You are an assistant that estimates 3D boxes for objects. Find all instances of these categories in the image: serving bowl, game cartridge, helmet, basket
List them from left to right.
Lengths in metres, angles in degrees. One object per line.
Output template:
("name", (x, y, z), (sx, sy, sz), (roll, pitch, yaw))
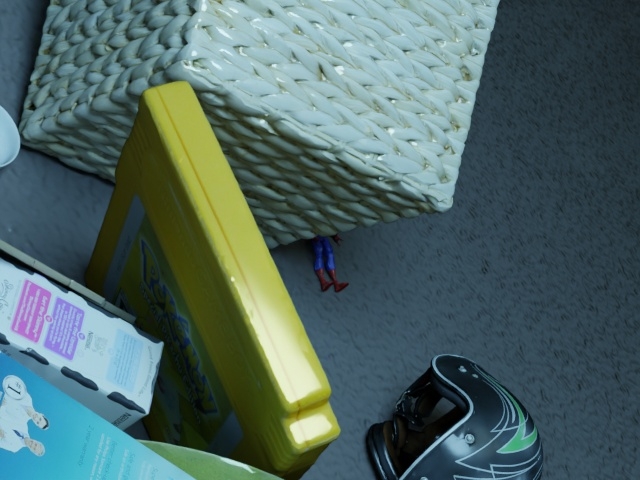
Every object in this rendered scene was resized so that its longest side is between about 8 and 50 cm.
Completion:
("serving bowl", (-0.313, -0.094, 1.187), (0.083, 0.027, 0.083), (28, 43, -30))
("game cartridge", (-0.100, 0.075, 1.039), (0.053, 0.323, 0.285), (-18, 71, -23))
("basket", (-0.060, -0.181, 1.234), (0.331, 0.328, 0.266), (26, 67, -34))
("helmet", (0.138, 0.212, 1.302), (0.169, 0.169, 0.161), (20, 30, -35))

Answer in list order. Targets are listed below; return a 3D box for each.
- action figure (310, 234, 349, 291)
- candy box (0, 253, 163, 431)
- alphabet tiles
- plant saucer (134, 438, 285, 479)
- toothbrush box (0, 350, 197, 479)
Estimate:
("action figure", (0.000, 0.000, 1.446), (0.038, 0.030, 0.115), (1, 57, -41))
("candy box", (-0.245, 0.094, 0.985), (0.196, 0.165, 0.070), (31, 42, -25))
("alphabet tiles", (-0.254, 0.003, 1.031), (0.237, 0.198, 0.009), (37, 78, -49))
("plant saucer", (-0.092, 0.217, 0.996), (0.241, 0.241, 0.037), (31, 56, -26))
("toothbrush box", (-0.173, 0.236, 0.881), (0.295, 0.216, 0.126), (39, 37, -27))
